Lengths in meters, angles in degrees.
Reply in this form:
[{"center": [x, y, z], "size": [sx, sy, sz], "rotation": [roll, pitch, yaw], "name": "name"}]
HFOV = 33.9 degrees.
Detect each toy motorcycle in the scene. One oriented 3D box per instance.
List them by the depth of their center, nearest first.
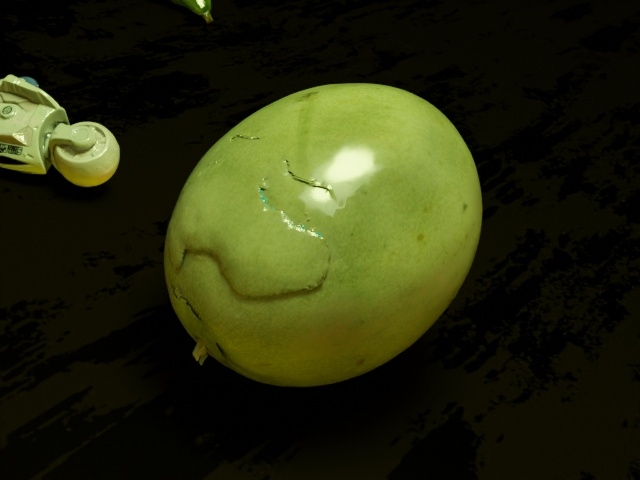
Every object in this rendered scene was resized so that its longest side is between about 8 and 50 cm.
[{"center": [-0.348, -0.125, 1.207], "size": [0.254, 0.113, 0.112], "rotation": [27, 34, 19], "name": "toy motorcycle"}]

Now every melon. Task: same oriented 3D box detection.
[{"center": [0.000, 0.000, 0.990], "size": [0.268, 0.269, 0.330], "rotation": [32, 57, 25], "name": "melon"}]

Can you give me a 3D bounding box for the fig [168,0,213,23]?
[{"center": [-0.222, -0.428, 1.720], "size": [0.117, 0.117, 0.177], "rotation": [-20, 57, -43], "name": "fig"}]
